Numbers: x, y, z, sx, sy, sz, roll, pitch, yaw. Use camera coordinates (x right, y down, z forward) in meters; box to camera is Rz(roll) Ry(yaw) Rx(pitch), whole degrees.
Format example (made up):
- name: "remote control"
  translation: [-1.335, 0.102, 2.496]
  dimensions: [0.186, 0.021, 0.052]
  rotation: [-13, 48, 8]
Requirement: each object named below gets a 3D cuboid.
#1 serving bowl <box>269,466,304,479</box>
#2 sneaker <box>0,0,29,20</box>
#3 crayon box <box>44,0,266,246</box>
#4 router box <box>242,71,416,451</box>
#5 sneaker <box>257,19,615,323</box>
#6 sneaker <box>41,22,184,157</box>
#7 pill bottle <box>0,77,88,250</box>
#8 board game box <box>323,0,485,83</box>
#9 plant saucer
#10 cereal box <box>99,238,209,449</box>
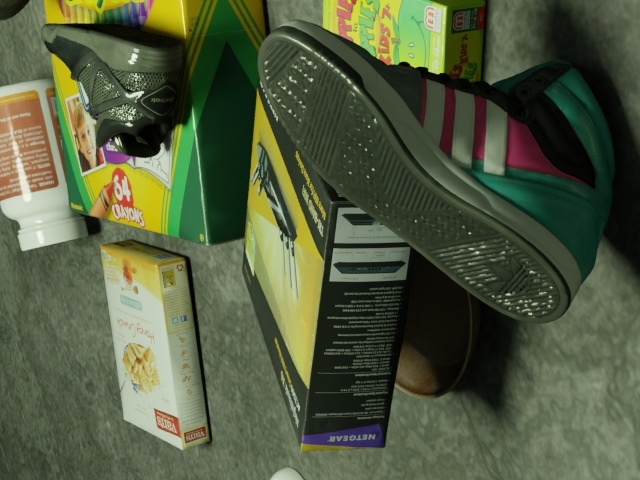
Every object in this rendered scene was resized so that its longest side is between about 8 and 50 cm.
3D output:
- name: "serving bowl"
  translation: [-0.038, 0.299, 1.665]
  dimensions: [0.083, 0.027, 0.083]
  rotation: [27, 123, 51]
- name: "sneaker"
  translation: [-0.264, -0.406, 1.521]
  dimensions: [0.202, 0.185, 0.482]
  rotation: [55, 126, 27]
- name: "crayon box"
  translation: [-0.186, -0.175, 1.646]
  dimensions: [0.363, 0.106, 0.313]
  rotation: [12, 112, 57]
- name: "router box"
  translation: [0.000, 0.000, 1.323]
  dimensions: [0.309, 0.081, 0.242]
  rotation: [-114, 26, -58]
- name: "sneaker"
  translation: [0.109, -0.093, 1.121]
  dimensions: [0.295, 0.178, 0.124]
  rotation: [42, 144, 1]
- name: "sneaker"
  translation: [-0.222, -0.159, 1.526]
  dimensions: [0.228, 0.087, 0.130]
  rotation: [23, 113, 45]
- name: "pill bottle"
  translation: [-0.378, -0.100, 1.977]
  dimensions: [0.121, 0.121, 0.216]
  rotation: [-11, 92, 59]
- name: "board game box"
  translation: [0.068, -0.180, 1.288]
  dimensions: [0.181, 0.043, 0.092]
  rotation: [31, 127, 50]
- name: "plant saucer"
  translation: [0.088, 0.045, 1.350]
  dimensions: [0.199, 0.036, 0.198]
  rotation: [27, 124, 51]
- name: "cereal box"
  translation: [-0.210, 0.128, 1.861]
  dimensions: [0.173, 0.047, 0.240]
  rotation: [13, 112, 57]
